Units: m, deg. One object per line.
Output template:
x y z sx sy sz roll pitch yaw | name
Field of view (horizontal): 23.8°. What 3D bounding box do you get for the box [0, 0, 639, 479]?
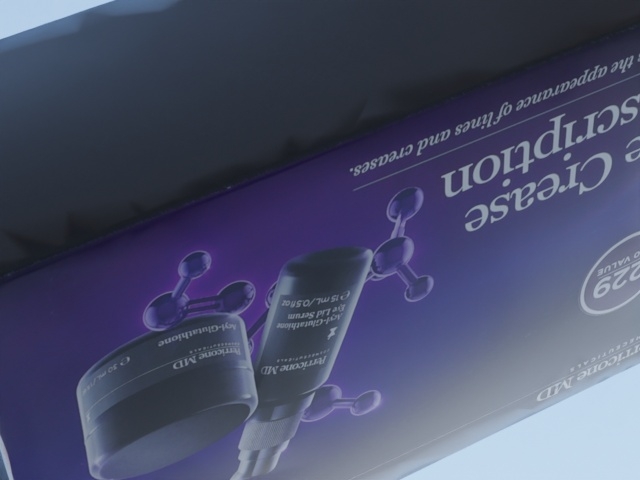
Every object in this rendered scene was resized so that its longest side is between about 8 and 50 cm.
0.000 0.000 0.522 0.261 0.103 0.184 -23 -38 -18 | box
